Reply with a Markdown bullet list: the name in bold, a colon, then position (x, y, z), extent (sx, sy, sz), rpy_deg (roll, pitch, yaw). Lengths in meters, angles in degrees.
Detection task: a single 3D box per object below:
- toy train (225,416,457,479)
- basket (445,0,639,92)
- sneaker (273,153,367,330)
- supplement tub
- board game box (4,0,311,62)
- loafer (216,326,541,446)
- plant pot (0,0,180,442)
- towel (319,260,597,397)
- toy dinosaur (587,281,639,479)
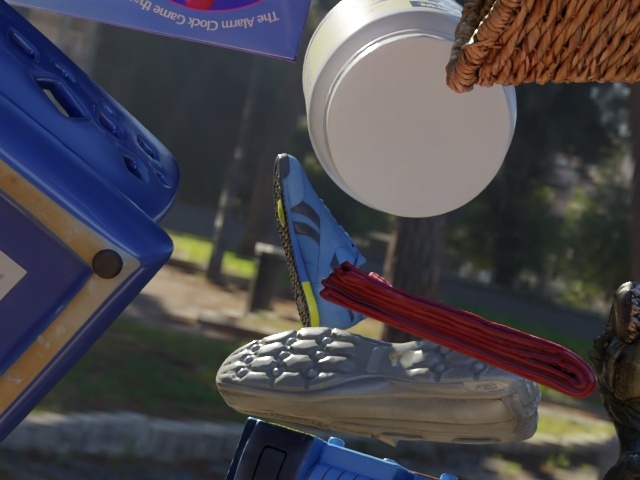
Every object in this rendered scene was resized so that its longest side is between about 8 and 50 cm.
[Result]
- **toy train**: position (0.024, 0.183, 1.138), extent (0.184, 0.080, 0.105), rpy_deg (14, -11, 33)
- **basket**: position (0.216, -0.288, 1.317), extent (0.223, 0.214, 0.299), rpy_deg (-4, -33, -26)
- **sneaker**: position (0.000, 0.000, 1.814), extent (0.082, 0.209, 0.069), rpy_deg (-12, -13, -10)
- **supplement tub**: position (0.099, -0.164, 1.880), extent (0.235, 0.235, 0.325), rpy_deg (11, 16, -6)
- **board game box**: position (-0.161, -0.300, 1.354), extent (0.347, 0.233, 0.078), rpy_deg (10, 20, -20)
- **loafer**: position (0.053, 0.151, 1.562), extent (0.319, 0.111, 0.112), rpy_deg (1, 36, 23)
- **plant pot**: position (-0.239, -0.012, 1.057), extent (0.236, 0.236, 0.212), rpy_deg (41, 8, -21)
- **towel**: position (0.106, 0.065, 1.201), extent (0.198, 0.031, 0.275), rpy_deg (22, 0, 7)
- **toy dinosaur**: position (0.151, 0.152, 0.644), extent (0.118, 0.268, 0.064), rpy_deg (-3, -18, 39)
